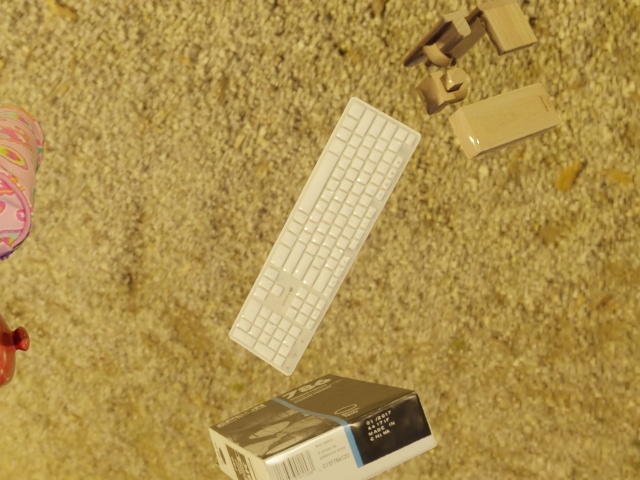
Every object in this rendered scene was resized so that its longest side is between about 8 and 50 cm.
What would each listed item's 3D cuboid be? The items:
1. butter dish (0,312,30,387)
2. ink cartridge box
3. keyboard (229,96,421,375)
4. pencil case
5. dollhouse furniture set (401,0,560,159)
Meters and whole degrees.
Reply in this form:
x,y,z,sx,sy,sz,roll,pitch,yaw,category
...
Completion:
x,y,z,sx,sy,sz,roll,pitch,yaw,category
-0.456,0.147,1.234,0.118,0.160,0.160,-16,178,-10,butter dish
-0.020,0.206,0.974,0.065,0.165,0.332,69,161,-1,ink cartridge box
0.000,0.000,0.818,0.072,0.014,0.256,30,105,7,keyboard
-0.373,-0.071,1.020,0.124,0.284,0.124,-5,112,-12,pencil case
0.162,-0.158,0.992,0.151,0.144,0.123,65,151,8,dollhouse furniture set
